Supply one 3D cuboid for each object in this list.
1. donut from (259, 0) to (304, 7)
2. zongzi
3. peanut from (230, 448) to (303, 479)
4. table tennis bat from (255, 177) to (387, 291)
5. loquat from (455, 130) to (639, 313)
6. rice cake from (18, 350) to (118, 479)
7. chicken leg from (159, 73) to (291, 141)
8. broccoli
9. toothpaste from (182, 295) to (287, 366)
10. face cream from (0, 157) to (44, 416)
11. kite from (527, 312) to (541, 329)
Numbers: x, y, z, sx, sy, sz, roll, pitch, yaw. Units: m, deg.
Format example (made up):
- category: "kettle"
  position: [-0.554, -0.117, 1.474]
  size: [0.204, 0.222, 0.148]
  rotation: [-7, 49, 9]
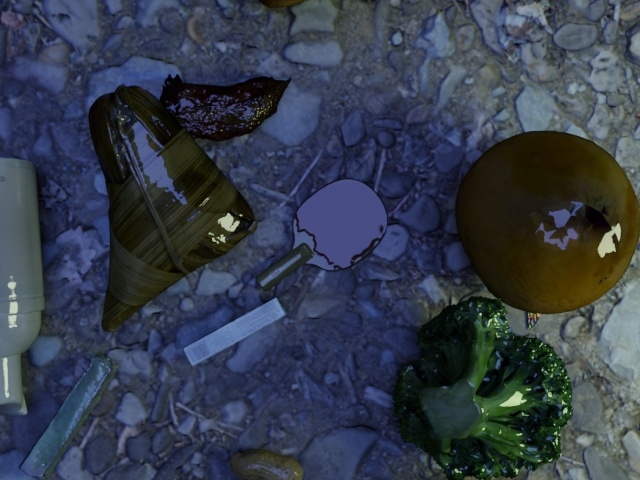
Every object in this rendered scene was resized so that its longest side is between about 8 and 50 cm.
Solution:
- category: "donut"
  position: [0.028, -0.440, 0.949]
  size: [0.317, 0.299, 0.150]
  rotation: [-16, 105, 19]
- category: "zongzi"
  position: [-0.279, -0.040, 0.977]
  size: [0.288, 0.134, 0.286]
  rotation: [-38, 105, 4]
- category: "peanut"
  position: [-0.082, 0.347, 1.035]
  size: [0.113, 0.054, 0.054]
  rotation: [15, 88, -1]
- category: "table tennis bat"
  position: [0.000, 0.000, 1.065]
  size: [0.234, 0.022, 0.131]
  rotation: [-38, 92, -6]
- category: "loquat"
  position: [0.318, -0.026, 0.976]
  size: [0.263, 0.263, 0.263]
  rotation: [0, 89, -4]
- category: "rice cake"
  position: [-0.373, 0.263, 1.021]
  size: [0.043, 0.034, 0.211]
  rotation: [33, 87, 6]
- category: "chicken leg"
  position: [-0.158, -0.202, 1.036]
  size: [0.234, 0.063, 0.105]
  rotation: [-2, 94, -7]
- category: "broccoli"
  position: [0.217, 0.221, 0.969]
  size: [0.269, 0.241, 0.261]
  rotation: [-28, 81, 20]
- category: "toothpaste"
  position: [-0.129, 0.137, 1.037]
  size: [0.164, 0.046, 0.034]
  rotation: [-29, 89, -5]
- category: "face cream"
  position: [-0.465, 0.075, 0.963]
  size: [0.145, 0.145, 0.369]
  rotation: [-5, 89, -5]
- category: "kite"
  position: [0.363, 0.088, 1.098]
  size: [0.090, 0.004, 0.122]
  rotation: [39, 86, -3]
